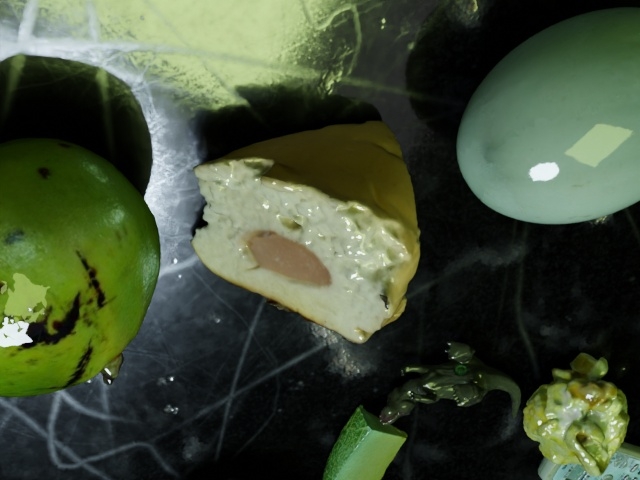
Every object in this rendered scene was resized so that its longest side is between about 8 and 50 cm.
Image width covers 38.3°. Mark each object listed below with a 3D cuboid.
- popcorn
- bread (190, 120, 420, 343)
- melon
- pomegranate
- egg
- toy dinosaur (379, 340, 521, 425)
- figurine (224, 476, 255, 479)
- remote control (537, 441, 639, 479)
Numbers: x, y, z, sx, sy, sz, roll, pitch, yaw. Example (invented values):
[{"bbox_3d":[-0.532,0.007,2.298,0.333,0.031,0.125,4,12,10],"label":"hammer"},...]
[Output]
[{"bbox_3d":[0.346,0.238,1.248,0.141,0.162,0.135,-18,162,24],"label":"popcorn"},{"bbox_3d":[-0.009,0.004,0.964,0.224,0.211,0.183,-6,128,-16],"label":"bread"},{"bbox_3d":[0.049,0.332,1.283,0.114,0.053,0.261,-5,127,-32],"label":"melon"},{"bbox_3d":[-0.302,0.000,0.882,0.260,0.260,0.340,-34,119,8],"label":"pomegranate"},{"bbox_3d":[0.277,-0.128,0.956,0.283,0.203,0.203,-25,123,7],"label":"egg"},{"bbox_3d":[0.171,0.197,1.237,0.187,0.087,0.179,-10,160,10],"label":"toy dinosaur"},{"bbox_3d":[-0.152,0.453,1.230,0.281,0.167,0.370,28,119,-22],"label":"figurine"},{"bbox_3d":[0.438,0.342,1.374,0.233,0.038,0.098,21,113,-23],"label":"remote control"}]
